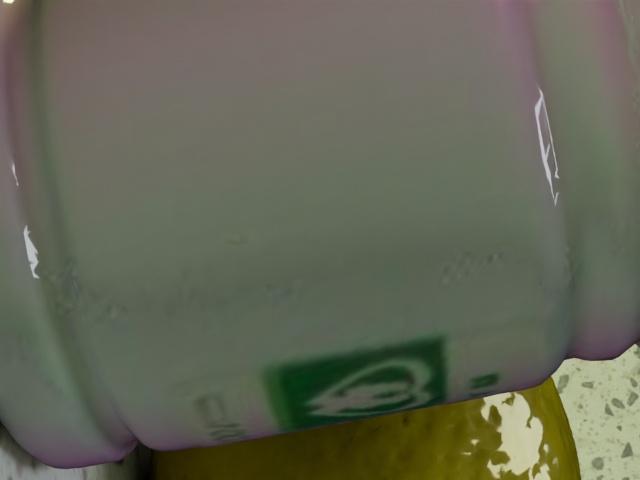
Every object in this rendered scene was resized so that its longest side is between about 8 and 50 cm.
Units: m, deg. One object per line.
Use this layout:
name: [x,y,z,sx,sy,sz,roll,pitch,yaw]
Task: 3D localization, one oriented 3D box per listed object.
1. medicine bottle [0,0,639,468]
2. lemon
medicine bottle: [0.029,-0.038,0.489,0.212,0.325,0.212,-12,90,-88]
lemon: [0.026,0.136,0.679,0.267,0.267,0.267,-10,90,-88]
